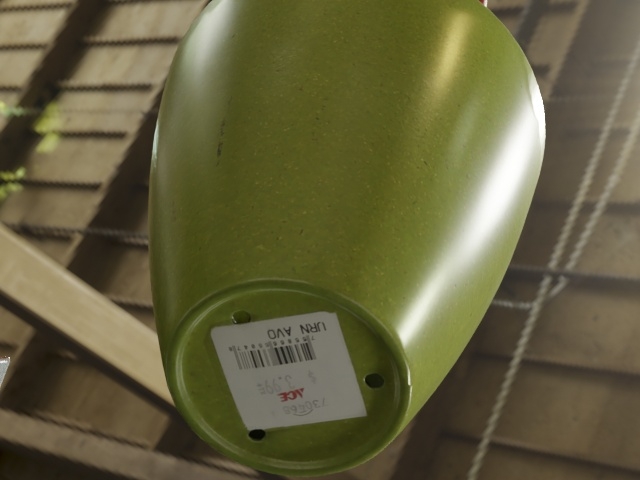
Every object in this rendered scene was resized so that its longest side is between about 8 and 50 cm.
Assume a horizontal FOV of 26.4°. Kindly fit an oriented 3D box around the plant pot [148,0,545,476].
[{"bbox_3d":[0.000,0.000,0.857,0.275,0.275,0.293,-28,-157,24],"label":"plant pot"}]

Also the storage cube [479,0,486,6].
[{"bbox_3d":[0.033,-0.199,1.303,0.184,0.215,0.193,146,-44,-66],"label":"storage cube"}]

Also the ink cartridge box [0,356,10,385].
[{"bbox_3d":[-0.344,0.157,0.810,0.060,0.275,0.239,47,-53,34],"label":"ink cartridge box"}]
